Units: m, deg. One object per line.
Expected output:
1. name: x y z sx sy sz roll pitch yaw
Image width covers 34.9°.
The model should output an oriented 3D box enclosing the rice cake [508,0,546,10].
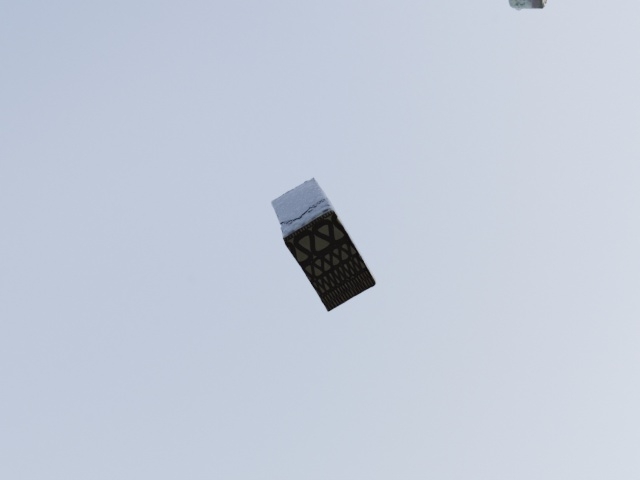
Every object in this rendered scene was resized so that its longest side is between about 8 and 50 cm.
1. rice cake: 0.145 -0.241 0.693 0.029 0.033 0.170 -21 -62 -40

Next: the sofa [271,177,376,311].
1. sofa: 0.000 0.000 0.672 0.039 0.118 0.060 -29 -76 1
